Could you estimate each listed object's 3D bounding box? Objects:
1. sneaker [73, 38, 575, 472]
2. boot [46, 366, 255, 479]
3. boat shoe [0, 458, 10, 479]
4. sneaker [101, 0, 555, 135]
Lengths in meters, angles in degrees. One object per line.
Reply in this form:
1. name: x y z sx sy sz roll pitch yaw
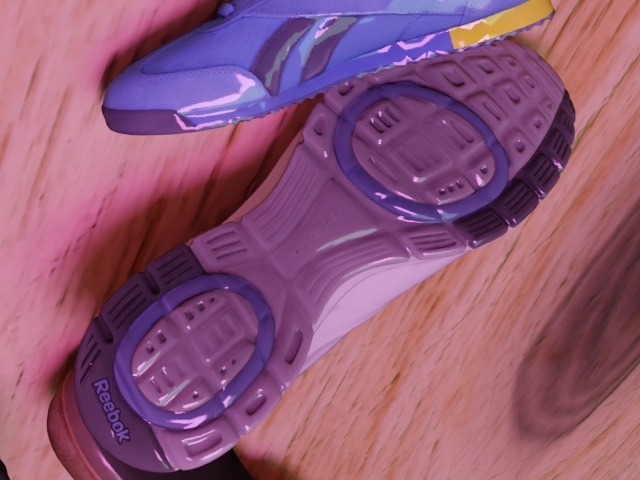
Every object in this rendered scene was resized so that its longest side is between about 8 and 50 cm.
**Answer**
1. sneaker: 0.000 0.000 0.714 0.297 0.111 0.129 -36 176 -13
2. boot: -0.092 0.170 0.834 0.115 0.112 0.305 -18 142 14
3. boat shoe: -0.264 0.225 0.759 0.158 0.127 0.340 -4 127 -26
4. sneaker: -0.002 -0.107 0.617 0.209 0.069 0.082 -19 110 -5
